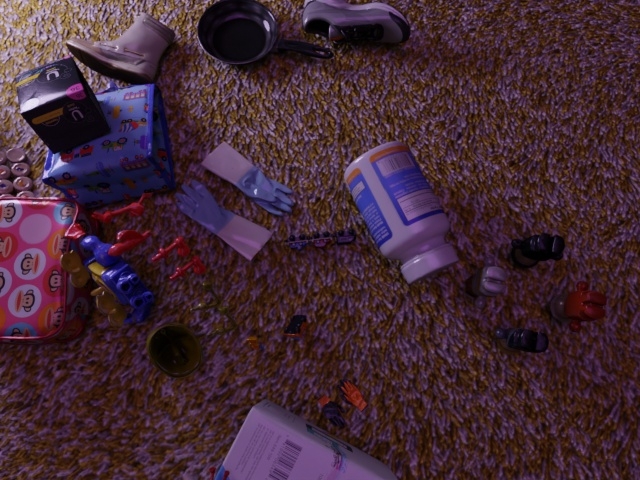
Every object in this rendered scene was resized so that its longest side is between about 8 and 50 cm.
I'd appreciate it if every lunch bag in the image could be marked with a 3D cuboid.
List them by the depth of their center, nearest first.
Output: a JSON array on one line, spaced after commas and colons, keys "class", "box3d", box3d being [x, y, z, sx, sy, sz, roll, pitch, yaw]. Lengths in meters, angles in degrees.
[{"class": "lunch bag", "box3d": [-0.598, 0.060, 0.872, 0.258, 0.120, 0.292, 0, 75, -1]}, {"class": "lunch bag", "box3d": [-0.464, -0.241, 0.968, 0.221, 0.138, 0.293, -13, 66, -2]}]

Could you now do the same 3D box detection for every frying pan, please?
[{"class": "frying pan", "box3d": [-0.138, -0.516, 1.083, 0.326, 0.053, 0.197, -3, 74, -4]}]

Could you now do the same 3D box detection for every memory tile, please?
[{"class": "memory tile", "box3d": [-0.700, -0.134, 0.960, 0.113, 0.012, 0.148, -14, 74, -28]}]

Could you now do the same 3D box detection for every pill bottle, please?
[{"class": "pill bottle", "box3d": [0.171, -0.053, 0.905, 0.152, 0.152, 0.271, -23, 77, -8]}]

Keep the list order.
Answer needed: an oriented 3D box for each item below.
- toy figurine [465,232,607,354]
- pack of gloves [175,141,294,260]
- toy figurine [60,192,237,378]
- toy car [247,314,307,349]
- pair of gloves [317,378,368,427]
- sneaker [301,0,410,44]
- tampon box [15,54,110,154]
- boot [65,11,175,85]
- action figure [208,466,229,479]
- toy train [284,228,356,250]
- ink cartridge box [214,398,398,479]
[{"class": "toy figurine", "box3d": [0.416, 0.108, 0.875, 0.210, 0.148, 0.213, -32, 79, -4]}, {"class": "pack of gloves", "box3d": [-0.187, -0.086, 0.974, 0.232, 0.046, 0.195, 36, 65, 5]}, {"class": "toy figurine", "box3d": [-0.357, 0.081, 0.872, 0.191, 0.217, 0.362, -44, 123, -26]}, {"class": "toy car", "box3d": [-0.083, 0.191, 0.899, 0.122, 0.060, 0.040, -14, 119, 12]}, {"class": "pair of gloves", "box3d": [0.044, 0.323, 0.867, 0.083, 0.010, 0.074, -37, 78, -10]}, {"class": "sneaker", "box3d": [0.083, -0.520, 1.065, 0.272, 0.100, 0.107, 15, 75, 7]}, {"class": "tampon box", "box3d": [-0.519, -0.275, 0.877, 0.121, 0.101, 0.161, -29, 53, -12]}, {"class": "boot", "box3d": [-0.477, -0.477, 1.051, 0.213, 0.077, 0.165, 20, 75, -1]}, {"class": "action figure", "box3d": [-0.163, 0.395, 0.631, 0.038, 0.030, 0.115, 12, 76, 0]}, {"class": "toy train", "box3d": [0.000, 0.000, 0.952, 0.158, 0.027, 0.036, -6, 85, -3]}, {"class": "ink cartridge box", "box3d": [-0.032, 0.428, 0.738, 0.270, 0.197, 0.198, 27, 76, 7]}]
